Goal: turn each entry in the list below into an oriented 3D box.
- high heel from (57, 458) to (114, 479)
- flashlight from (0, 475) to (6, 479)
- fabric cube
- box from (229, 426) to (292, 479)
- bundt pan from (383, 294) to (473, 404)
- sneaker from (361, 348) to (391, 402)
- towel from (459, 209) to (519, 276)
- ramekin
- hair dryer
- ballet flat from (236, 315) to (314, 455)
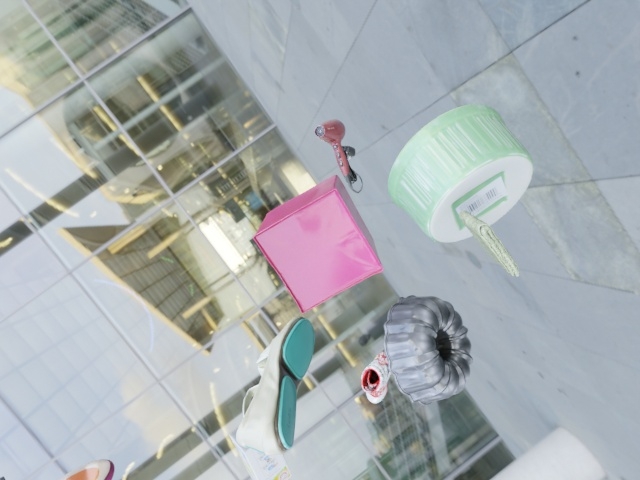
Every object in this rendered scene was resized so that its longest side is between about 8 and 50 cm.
[{"bbox_3d":[-0.625,0.708,1.177,0.127,0.377,0.181,44,173,44],"label":"high heel"},{"bbox_3d":[-0.680,0.537,0.869,0.103,0.103,0.304,27,178,-12],"label":"flashlight"},{"bbox_3d":[0.000,0.000,1.315,0.259,0.254,0.258,59,-172,-13],"label":"fabric cube"},{"bbox_3d":[-0.185,0.673,1.475,0.114,0.103,0.203,16,130,54],"label":"box"},{"bbox_3d":[0.338,0.312,1.394,0.124,0.331,0.330,-22,109,42],"label":"bundt pan"},{"bbox_3d":[0.189,0.520,1.704,0.090,0.145,0.270,31,126,24],"label":"sneaker"},{"bbox_3d":[0.342,0.003,0.952,0.148,0.027,0.110,45,-171,-21],"label":"towel"},{"bbox_3d":[0.319,-0.134,1.056,0.148,0.303,0.303,61,-179,34],"label":"ramekin"},{"bbox_3d":[0.072,-0.314,1.609,0.293,0.080,0.223,36,-147,-47],"label":"hair dryer"},{"bbox_3d":[-0.069,0.209,0.717,0.086,0.086,0.248,55,-156,-21],"label":"ballet flat"}]
